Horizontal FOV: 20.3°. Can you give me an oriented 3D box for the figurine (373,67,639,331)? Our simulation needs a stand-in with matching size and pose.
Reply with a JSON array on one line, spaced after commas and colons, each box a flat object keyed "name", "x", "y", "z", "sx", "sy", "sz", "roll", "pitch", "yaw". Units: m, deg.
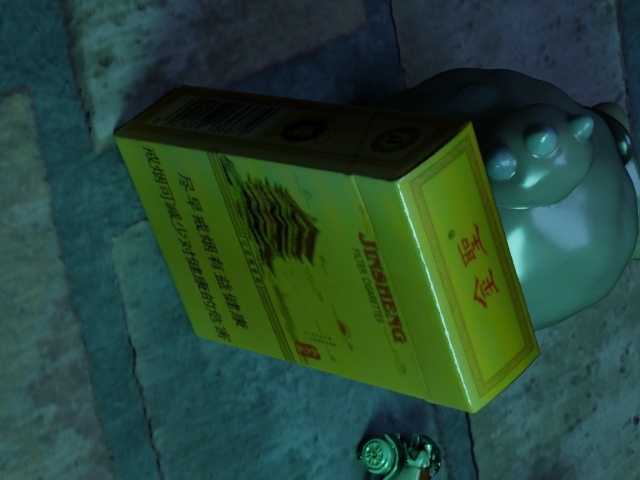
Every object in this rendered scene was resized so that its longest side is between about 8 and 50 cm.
[{"name": "figurine", "x": 0.158, "y": -0.016, "z": 1.403, "sx": 0.380, "sy": 0.248, "sz": 0.203, "roll": 11, "pitch": 69, "yaw": -59}]

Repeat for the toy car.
[{"name": "toy car", "x": 0.063, "y": 0.226, "z": 1.433, "sx": 0.073, "sy": 0.054, "sz": 0.143, "roll": 9, "pitch": 90, "yaw": -49}]

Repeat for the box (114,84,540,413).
[{"name": "box", "x": 0.000, "y": 0.000, "z": 1.167, "sx": 0.076, "sy": 0.274, "sz": 0.174, "roll": -40, "pitch": 123, "yaw": -32}]
